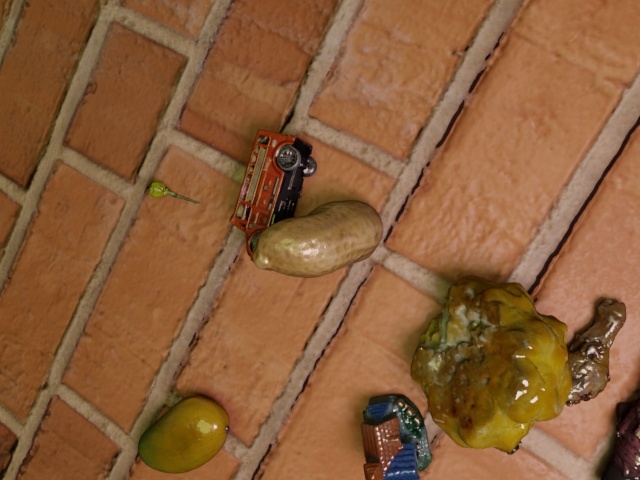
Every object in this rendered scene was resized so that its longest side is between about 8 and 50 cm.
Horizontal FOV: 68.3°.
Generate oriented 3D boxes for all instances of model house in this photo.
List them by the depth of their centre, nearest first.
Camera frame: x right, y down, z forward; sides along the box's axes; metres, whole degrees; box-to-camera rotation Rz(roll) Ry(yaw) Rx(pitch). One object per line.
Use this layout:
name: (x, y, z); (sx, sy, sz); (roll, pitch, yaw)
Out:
model house: (0.127, 0.370, 0.843); (0.120, 0.149, 0.148); (-11, 90, 16)

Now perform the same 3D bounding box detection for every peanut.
peanut: (0.000, 0.000, 0.849); (0.137, 0.253, 0.122); (19, 122, 48)

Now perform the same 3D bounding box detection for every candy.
candy: (-0.323, -0.099, 1.038); (0.123, 0.035, 0.035); (19, 128, 7)

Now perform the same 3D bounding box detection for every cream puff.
cream puff: (0.286, 0.198, 0.779); (0.282, 0.185, 0.281); (-30, 54, 52)

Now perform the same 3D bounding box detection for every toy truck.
toy truck: (-0.098, -0.082, 0.926); (0.114, 0.107, 0.252); (19, 95, 17)

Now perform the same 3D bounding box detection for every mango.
mango: (-0.291, 0.423, 1.006); (0.237, 0.091, 0.137); (-44, 73, 19)

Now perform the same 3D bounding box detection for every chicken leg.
chicken leg: (0.451, 0.188, 0.788); (0.085, 0.069, 0.197); (30, 93, 38)

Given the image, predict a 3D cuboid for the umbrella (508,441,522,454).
umbrella: (0.292, 0.326, 0.848); (0.144, 0.037, 0.040); (36, 105, 11)

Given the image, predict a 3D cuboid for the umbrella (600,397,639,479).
umbrella: (0.538, 0.275, 0.745); (0.094, 0.090, 0.325); (22, 98, 13)
